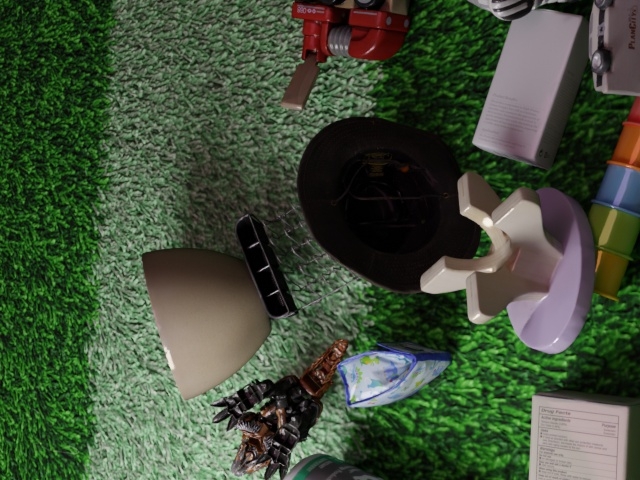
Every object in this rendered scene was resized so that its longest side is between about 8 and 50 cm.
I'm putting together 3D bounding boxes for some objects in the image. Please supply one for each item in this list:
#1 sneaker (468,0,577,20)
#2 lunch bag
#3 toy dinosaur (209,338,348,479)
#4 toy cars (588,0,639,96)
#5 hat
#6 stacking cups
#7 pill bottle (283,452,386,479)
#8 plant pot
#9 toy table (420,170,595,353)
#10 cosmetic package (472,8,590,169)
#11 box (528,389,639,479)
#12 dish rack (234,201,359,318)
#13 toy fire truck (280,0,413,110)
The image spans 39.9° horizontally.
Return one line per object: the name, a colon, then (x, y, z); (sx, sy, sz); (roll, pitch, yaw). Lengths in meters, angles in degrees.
sneaker: (0.324, -0.410, 1.370); (0.132, 0.228, 0.086); (35, 140, 53)
lunch bag: (0.126, 0.215, 1.463); (0.151, 0.129, 0.096); (-24, 73, 31)
toy dinosaur: (-0.068, 0.292, 1.535); (0.164, 0.218, 0.322); (22, 103, 21)
toy cars: (0.367, -0.377, 1.260); (0.176, 0.087, 0.394); (-38, 96, -11)
hat: (0.100, -0.041, 1.474); (0.331, 0.331, 0.134); (64, 155, 22)
stacking cups: (0.448, -0.073, 1.305); (0.096, 0.096, 0.316); (20, 92, 34)
pill bottle: (0.105, 0.495, 1.402); (0.361, 0.204, 0.204); (16, 94, 35)
plant pot: (-0.198, 0.132, 1.639); (0.191, 0.284, 0.284); (-16, 72, -5)
toy table: (0.279, 0.022, 1.292); (0.252, 0.161, 0.274); (-55, 26, 36)
cosmetic package: (0.338, -0.241, 1.393); (0.117, 0.085, 0.231); (23, 96, 35)
box: (0.384, 0.379, 1.270); (0.148, 0.121, 0.311); (3, 87, 35)
dish rack: (0.000, 0.000, 1.580); (0.271, 0.074, 0.208); (-29, 70, 14)
toy fire truck: (0.031, -0.354, 1.590); (0.217, 0.158, 0.246); (17, 106, 34)
